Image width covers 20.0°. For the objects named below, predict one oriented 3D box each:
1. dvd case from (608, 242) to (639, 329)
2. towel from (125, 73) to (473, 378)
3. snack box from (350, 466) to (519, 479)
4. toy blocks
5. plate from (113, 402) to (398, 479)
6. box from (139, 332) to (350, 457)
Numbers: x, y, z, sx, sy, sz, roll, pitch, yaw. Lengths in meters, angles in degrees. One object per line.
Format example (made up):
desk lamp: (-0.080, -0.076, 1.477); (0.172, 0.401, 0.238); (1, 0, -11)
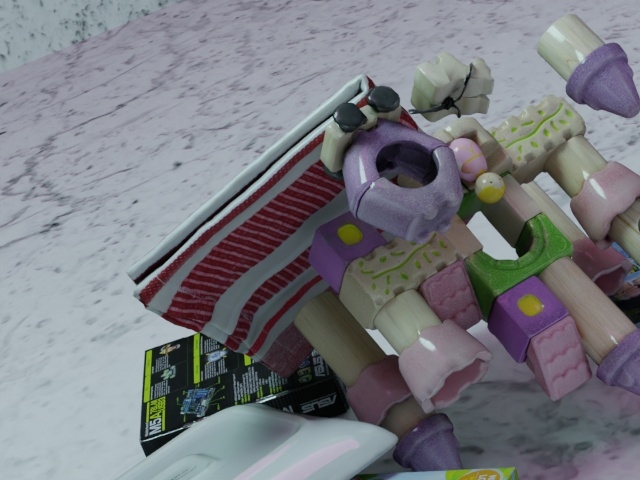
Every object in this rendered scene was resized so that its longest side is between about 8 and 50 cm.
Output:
dvd case: (0.332, 0.026, 1.570); (0.180, 0.022, 0.253); (-21, 21, -3)
towel: (0.000, 0.000, 1.433); (0.237, 0.037, 0.329); (-41, -22, 5)
snack box: (0.032, 0.241, 1.247); (0.174, 0.070, 0.207); (-7, 25, 35)
toy blocks: (0.167, 0.030, 1.368); (0.288, 0.309, 0.260); (-29, 64, -24)
plate: (-0.107, 0.203, 1.395); (0.277, 0.045, 0.278); (-33, 11, -20)
box: (-0.072, 0.127, 1.659); (0.184, 0.045, 0.190); (-21, 22, 4)
